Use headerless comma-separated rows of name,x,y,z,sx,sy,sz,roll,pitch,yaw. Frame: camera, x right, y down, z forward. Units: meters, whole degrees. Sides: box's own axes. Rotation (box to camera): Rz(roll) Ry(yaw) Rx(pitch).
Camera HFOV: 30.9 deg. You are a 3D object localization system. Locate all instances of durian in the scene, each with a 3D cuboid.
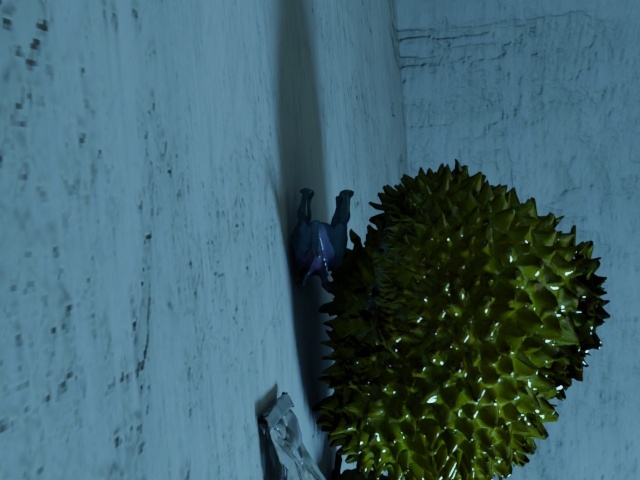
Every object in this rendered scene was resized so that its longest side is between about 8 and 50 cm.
durian,0.107,0.086,0.964,0.258,0.258,0.293,-79,-172,-61

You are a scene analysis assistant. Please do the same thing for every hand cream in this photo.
hand cream,-0.003,0.229,0.769,0.084,0.050,0.257,-33,115,-78

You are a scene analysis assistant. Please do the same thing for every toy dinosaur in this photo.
toy dinosaur,0.000,0.000,0.897,0.197,0.045,0.080,98,-3,-85

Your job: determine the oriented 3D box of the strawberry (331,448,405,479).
strawberry,0.057,0.297,0.999,0.167,0.087,0.208,-74,160,-70
